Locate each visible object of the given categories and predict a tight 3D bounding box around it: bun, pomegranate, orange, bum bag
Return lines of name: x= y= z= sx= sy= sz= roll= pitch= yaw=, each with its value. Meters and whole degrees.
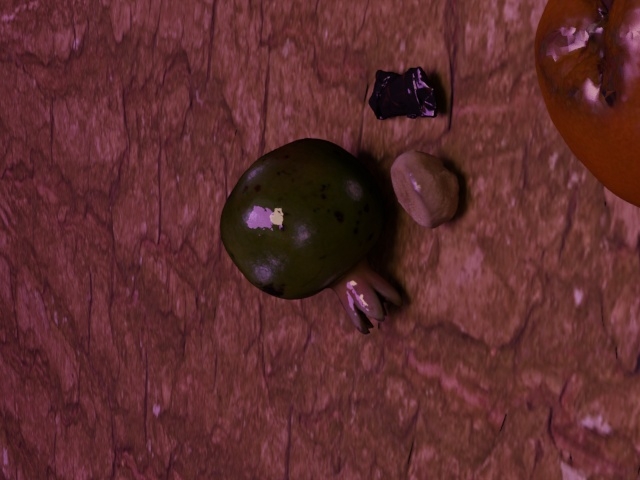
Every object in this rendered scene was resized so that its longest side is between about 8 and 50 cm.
bun: x=0.110 y=-0.055 z=1.348 sx=0.086 sy=0.055 sz=0.086 roll=57 pitch=167 yaw=21
pomegranate: x=0.000 y=0.000 z=1.452 sx=0.225 sy=0.187 sz=0.187 roll=50 pitch=146 yaw=-1
orange: x=0.253 y=-0.135 z=0.879 sx=0.249 sy=0.183 sz=0.249 roll=17 pitch=109 yaw=60
bum bag: x=0.086 y=-0.154 z=1.392 sx=0.124 sy=0.034 sz=0.057 roll=10 pitch=113 yaw=60
